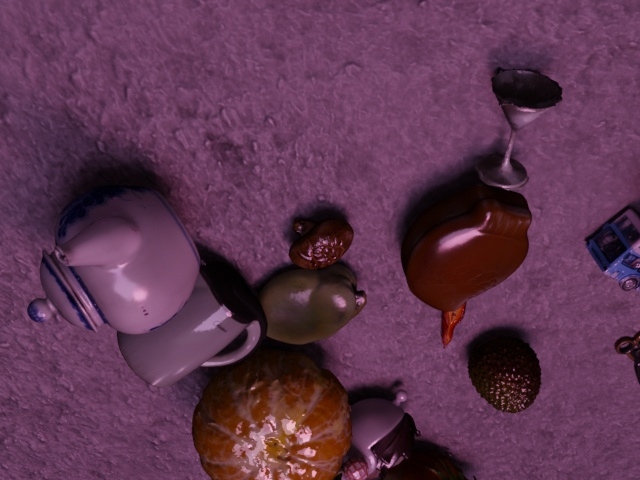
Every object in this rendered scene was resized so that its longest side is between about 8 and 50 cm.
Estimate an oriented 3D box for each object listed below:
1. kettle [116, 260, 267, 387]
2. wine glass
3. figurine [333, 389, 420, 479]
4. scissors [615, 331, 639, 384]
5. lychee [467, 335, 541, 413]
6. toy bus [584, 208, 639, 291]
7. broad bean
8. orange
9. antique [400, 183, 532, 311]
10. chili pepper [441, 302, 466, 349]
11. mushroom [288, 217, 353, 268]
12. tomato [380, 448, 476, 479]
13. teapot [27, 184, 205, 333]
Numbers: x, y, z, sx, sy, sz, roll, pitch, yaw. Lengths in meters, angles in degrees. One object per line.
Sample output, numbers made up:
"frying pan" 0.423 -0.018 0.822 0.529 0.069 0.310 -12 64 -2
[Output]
"kettle" -0.223 0.165 1.468 0.236 0.161 0.221 -37 121 17
"wine glass" 0.324 -0.183 1.300 0.122 0.122 0.183 -2 136 -7
"figurine" 0.056 0.474 1.745 0.369 0.281 0.167 -29 86 5
"scissors" 0.745 0.288 1.811 0.088 0.017 0.220 -25 129 8
"lychee" 0.400 0.292 1.667 0.171 0.171 0.171 -4 130 -5
"toy bus" 0.678 0.053 1.549 0.297 0.106 0.131 24 120 -27
"broad bean" -0.021 0.127 1.517 0.227 0.100 0.169 -4 123 11
"orange" -0.096 0.380 1.589 0.329 0.249 0.330 1 107 2
"antique" 0.264 0.009 1.423 0.223 0.129 0.278 8 133 -18
"chili pepper" 0.276 0.165 1.630 0.045 0.027 0.178 0 129 -3
"mushroom" 0.001 0.007 1.418 0.109 0.085 0.126 30 125 -30
"tomato" 0.258 0.669 1.882 0.303 0.304 0.239 34 116 -31
"teapot" -0.352 0.049 1.276 0.280 0.252 0.424 -33 171 -16
